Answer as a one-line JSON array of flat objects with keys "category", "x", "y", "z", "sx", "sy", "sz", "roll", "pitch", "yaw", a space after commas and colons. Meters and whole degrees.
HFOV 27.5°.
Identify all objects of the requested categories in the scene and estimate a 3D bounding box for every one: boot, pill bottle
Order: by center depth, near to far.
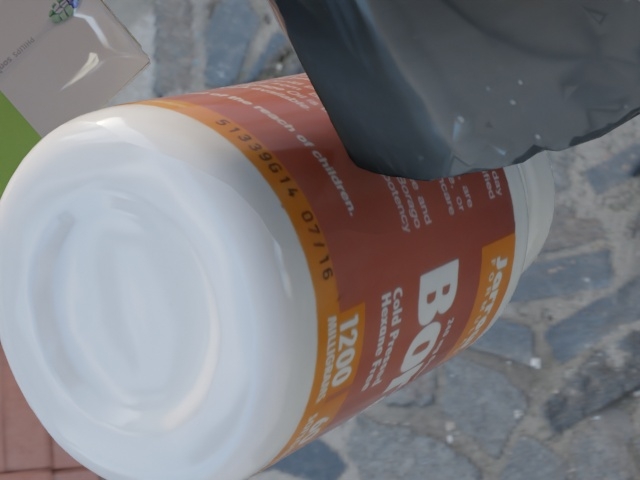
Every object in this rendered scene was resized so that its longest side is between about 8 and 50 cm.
[{"category": "boot", "x": -0.078, "y": -0.185, "z": 0.273, "sx": 0.367, "sy": 0.445, "sz": 0.146, "roll": -22, "pitch": 42, "yaw": 23}, {"category": "pill bottle", "x": 0.000, "y": 0.000, "z": 0.467, "sx": 0.121, "sy": 0.216, "sz": 0.121, "roll": 9, "pitch": 107, "yaw": 32}]

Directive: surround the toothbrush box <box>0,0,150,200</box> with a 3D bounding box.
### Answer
[{"category": "toothbrush box", "x": -0.247, "y": -0.054, "z": 0.522, "sx": 0.283, "sy": 0.206, "sz": 0.122, "roll": -46, "pitch": 19, "yaw": -17}]
